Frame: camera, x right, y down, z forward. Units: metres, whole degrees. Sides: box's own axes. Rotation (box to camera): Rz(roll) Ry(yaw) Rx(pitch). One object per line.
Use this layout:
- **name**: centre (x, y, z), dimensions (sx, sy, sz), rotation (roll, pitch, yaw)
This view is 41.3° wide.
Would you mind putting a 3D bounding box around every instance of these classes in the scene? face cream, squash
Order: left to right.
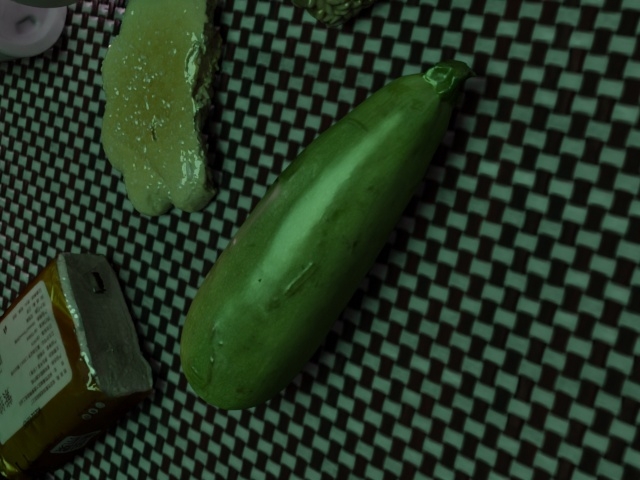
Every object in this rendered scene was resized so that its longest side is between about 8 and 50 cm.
- **face cream**: centre (-0.491, -0.281, 1.079), dimensions (0.369, 0.145, 0.145), rotation (0, 89, 38)
- **squash**: centre (-0.007, -0.004, 0.713), dimensions (0.118, 0.118, 0.370), rotation (47, 115, 29)

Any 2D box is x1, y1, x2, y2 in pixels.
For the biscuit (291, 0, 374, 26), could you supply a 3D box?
- **biscuit**: centre (0.044, -0.251, 0.707), dimensions (0.168, 0.070, 0.082), rotation (-28, 64, 37)

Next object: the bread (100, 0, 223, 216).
- **bread**: centre (-0.176, -0.151, 0.897), dimensions (0.181, 0.039, 0.251), rotation (2, 91, 38)

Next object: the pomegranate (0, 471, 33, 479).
- **pomegranate**: centre (-0.409, 0.331, 1.026), dimensions (0.156, 0.156, 0.220), rotation (3, 123, 38)

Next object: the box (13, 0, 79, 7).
- **box**: centre (-0.250, -0.349, 0.867), dimensions (0.291, 0.262, 0.206), rotation (43, 144, -17)

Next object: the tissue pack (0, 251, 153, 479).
- **tissue pack**: centre (-0.299, 0.144, 0.957), dimensions (0.226, 0.092, 0.183), rotation (-39, 67, 30)
